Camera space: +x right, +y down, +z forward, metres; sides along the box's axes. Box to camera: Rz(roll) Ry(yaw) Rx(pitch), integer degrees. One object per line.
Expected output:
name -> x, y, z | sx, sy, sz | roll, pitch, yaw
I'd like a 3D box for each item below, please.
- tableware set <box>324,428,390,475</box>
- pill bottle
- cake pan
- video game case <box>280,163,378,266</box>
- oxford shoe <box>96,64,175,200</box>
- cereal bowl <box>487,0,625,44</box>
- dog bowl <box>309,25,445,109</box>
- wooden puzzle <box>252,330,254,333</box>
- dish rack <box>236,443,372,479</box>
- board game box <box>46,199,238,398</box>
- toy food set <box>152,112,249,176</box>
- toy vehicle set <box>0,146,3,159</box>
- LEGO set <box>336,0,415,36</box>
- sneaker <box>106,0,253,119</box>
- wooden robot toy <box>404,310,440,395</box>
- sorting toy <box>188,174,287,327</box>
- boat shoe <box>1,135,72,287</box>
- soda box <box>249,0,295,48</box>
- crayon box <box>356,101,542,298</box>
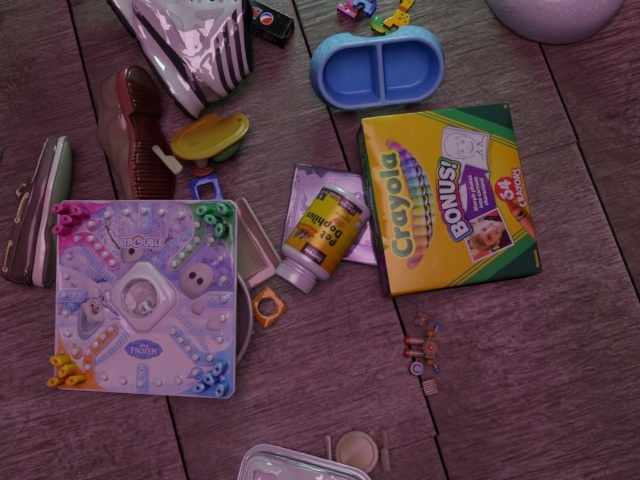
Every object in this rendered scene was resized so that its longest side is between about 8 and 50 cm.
tableware set -> 0.080, 0.480, 1.371 | 0.128, 0.039, 0.194 | -7, 77, 10
pill bottle -> 0.000, 0.000, 1.392 | 0.117, 0.117, 0.215 | 33, 82, 6
cake pan -> -0.271, 0.153, 1.400 | 0.293, 0.054, 0.293 | 0, 89, 11
video game case -> 0.065, -0.051, 1.472 | 0.274, 0.026, 0.196 | 9, 80, 2
oxford shoe -> -0.406, -0.192, 1.480 | 0.130, 0.123, 0.348 | -11, 83, 30
cereal bowl -> 0.532, -0.615, 1.504 | 0.339, 0.141, 0.339 | 0, 81, 0
dog bowl -> 0.125, -0.361, 1.461 | 0.297, 0.074, 0.166 | -7, 112, -1
wooden puzzle -> -0.203, 0.184, 1.442 | 0.116, 0.014, 0.078 | 37, 78, 7
dish rack -> -0.060, 0.584, 1.319 | 0.285, 0.072, 0.333 | 11, 79, 14
board game box -> -0.359, 0.113, 1.366 | 0.390, 0.050, 0.390 | 1, 89, 12
toy food set -> -0.245, -0.195, 1.468 | 0.218, 0.071, 0.128 | -36, 51, -25
toy vehicle set -> -0.809, -0.093, 1.490 | 0.166, 0.035, 0.267 | 10, 80, 3
LEGO set -> 0.157, -0.505, 1.518 | 0.227, 0.087, 0.093 | 33, 83, 5
sneaker -> -0.299, -0.509, 1.481 | 0.257, 0.169, 0.447 | -34, 90, 1
wooden robot toy -> 0.211, 0.227, 1.393 | 0.076, 0.079, 0.173 | 2, 80, 1
sorting toy -> -0.199, 0.033, 1.451 | 0.196, 0.047, 0.348 | -31, 83, 0
boat shoe -> -0.596, -0.066, 1.444 | 0.097, 0.116, 0.324 | 8, 86, -1
soda box -> -0.144, -0.499, 1.539 | 0.169, 0.053, 0.060 | 28, 83, 6
crayon box -> 0.257, -0.083, 1.414 | 0.313, 0.106, 0.363 | -8, 81, -8
